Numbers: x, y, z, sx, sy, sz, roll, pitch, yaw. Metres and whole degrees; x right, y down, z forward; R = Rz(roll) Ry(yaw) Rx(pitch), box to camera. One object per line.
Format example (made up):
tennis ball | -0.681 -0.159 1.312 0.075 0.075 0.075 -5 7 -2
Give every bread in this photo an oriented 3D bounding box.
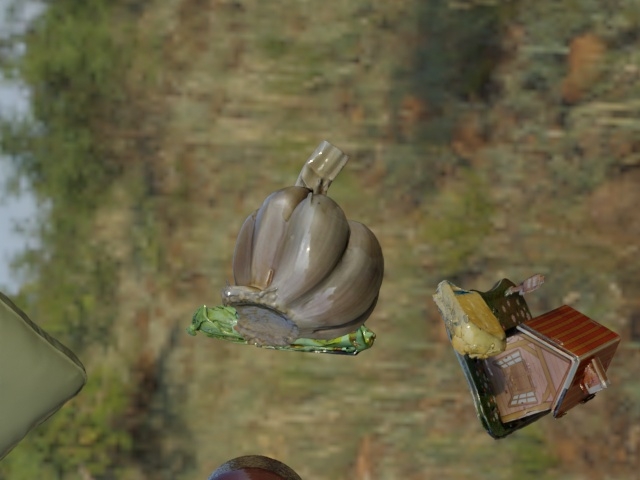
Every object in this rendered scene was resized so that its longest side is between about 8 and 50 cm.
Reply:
bread | 0.171 0.095 1.879 0.053 0.072 0.106 -57 28 22

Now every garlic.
garlic | 0.000 0.000 1.396 0.131 0.127 0.194 59 -142 -38

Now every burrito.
burrito | -0.064 0.121 2.426 0.104 0.288 0.054 74 -155 -51

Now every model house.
model house | 0.309 0.141 2.250 0.294 0.154 0.207 -12 -98 -63

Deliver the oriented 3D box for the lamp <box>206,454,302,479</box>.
lamp | -0.096 0.394 2.271 0.258 0.180 0.180 27 -115 -88

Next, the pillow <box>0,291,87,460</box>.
pillow | -0.411 0.123 1.606 0.322 0.255 0.120 49 177 -37
